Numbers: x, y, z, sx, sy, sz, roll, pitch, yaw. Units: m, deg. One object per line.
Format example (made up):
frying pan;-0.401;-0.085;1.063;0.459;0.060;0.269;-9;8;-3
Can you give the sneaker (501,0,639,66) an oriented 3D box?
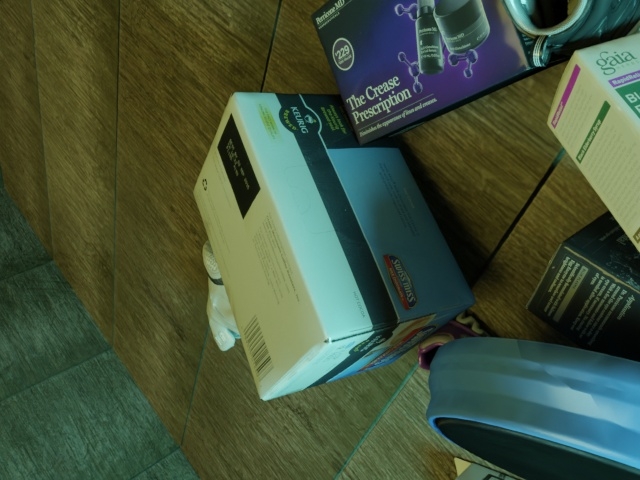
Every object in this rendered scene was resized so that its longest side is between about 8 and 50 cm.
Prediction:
sneaker;0.227;-0.281;0.493;0.101;0.153;0.269;22;125;42

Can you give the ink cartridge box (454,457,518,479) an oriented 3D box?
ink cartridge box;0.273;0.420;0.916;0.180;0.060;0.104;2;112;50

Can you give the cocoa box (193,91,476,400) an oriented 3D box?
cocoa box;0.000;0.000;0.814;0.231;0.227;0.347;-52;54;50

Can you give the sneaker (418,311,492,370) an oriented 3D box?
sneaker;0.228;0.185;0.802;0.236;0.104;0.095;29;129;37

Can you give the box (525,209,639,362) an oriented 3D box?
box;0.318;0.051;0.570;0.158;0.155;0.093;39;135;30

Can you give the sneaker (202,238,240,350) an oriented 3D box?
sneaker;-0.117;0.157;1.190;0.366;0.137;0.210;42;139;35

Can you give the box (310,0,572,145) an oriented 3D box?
box;0.127;-0.242;0.687;0.261;0.103;0.185;-16;95;53

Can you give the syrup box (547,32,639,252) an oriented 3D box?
syrup box;0.300;-0.063;0.497;0.096;0.093;0.237;85;166;-60

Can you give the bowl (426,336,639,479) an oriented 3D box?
bowl;0.288;0.211;0.573;0.390;0.077;0.391;21;160;8
